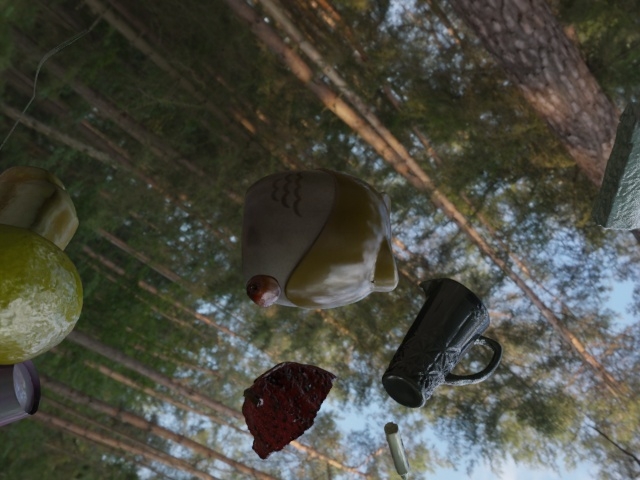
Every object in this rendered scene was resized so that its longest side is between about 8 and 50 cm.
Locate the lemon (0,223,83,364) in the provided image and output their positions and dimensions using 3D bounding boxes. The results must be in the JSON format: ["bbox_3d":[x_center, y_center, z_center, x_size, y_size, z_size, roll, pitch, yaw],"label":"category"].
[{"bbox_3d":[-0.424,0.065,0.779,0.184,0.248,0.184,-13,-125,18],"label":"lemon"}]

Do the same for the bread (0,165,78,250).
[{"bbox_3d":[-0.717,-0.013,1.369,0.301,0.210,0.341,-2,-135,4],"label":"bread"}]

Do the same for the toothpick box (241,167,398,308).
[{"bbox_3d":[0.000,0.000,1.712,0.425,0.409,0.409,1,-136,0],"label":"toothpick box"}]

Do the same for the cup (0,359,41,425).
[{"bbox_3d":[-0.770,0.343,1.270,0.289,0.203,0.203,-13,-146,-5],"label":"cup"}]

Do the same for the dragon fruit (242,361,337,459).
[{"bbox_3d":[-0.127,0.556,1.838,0.330,0.302,0.240,-63,-155,17],"label":"dragon fruit"}]

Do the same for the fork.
[{"bbox_3d":[-0.344,-0.154,0.683,0.235,0.021,0.039,-56,-146,-3],"label":"fork"}]

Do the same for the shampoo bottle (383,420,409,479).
[{"bbox_3d":[0.164,0.450,1.234,0.034,0.141,0.049,-17,-170,-6],"label":"shampoo bottle"}]

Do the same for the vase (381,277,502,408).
[{"bbox_3d":[0.264,0.239,1.323,0.251,0.156,0.301,30,-131,20],"label":"vase"}]

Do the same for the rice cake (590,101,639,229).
[{"bbox_3d":[0.462,-0.105,0.885,0.063,0.069,0.206,-97,-167,-62],"label":"rice cake"}]

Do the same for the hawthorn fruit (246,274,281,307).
[{"bbox_3d":[-0.125,0.106,1.278,0.077,0.077,0.077,-33,-145,27],"label":"hawthorn fruit"}]
